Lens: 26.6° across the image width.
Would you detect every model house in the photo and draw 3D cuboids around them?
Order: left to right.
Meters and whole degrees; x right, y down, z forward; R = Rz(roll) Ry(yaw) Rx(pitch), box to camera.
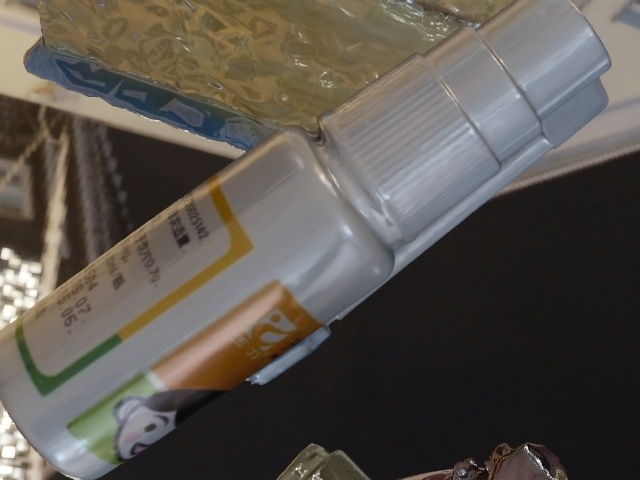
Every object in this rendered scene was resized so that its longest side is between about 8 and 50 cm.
[{"bbox_3d":[-0.015,-0.239,0.885,0.342,0.334,0.382,105,5,-67],"label":"model house"}]

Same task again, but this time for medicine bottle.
[{"bbox_3d":[0.000,0.000,0.456,0.220,0.092,0.061,-36,-119,7],"label":"medicine bottle"}]

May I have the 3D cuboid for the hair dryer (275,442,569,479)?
[{"bbox_3d":[0.030,0.091,0.375,0.106,0.054,0.154,41,-28,12],"label":"hair dryer"}]
